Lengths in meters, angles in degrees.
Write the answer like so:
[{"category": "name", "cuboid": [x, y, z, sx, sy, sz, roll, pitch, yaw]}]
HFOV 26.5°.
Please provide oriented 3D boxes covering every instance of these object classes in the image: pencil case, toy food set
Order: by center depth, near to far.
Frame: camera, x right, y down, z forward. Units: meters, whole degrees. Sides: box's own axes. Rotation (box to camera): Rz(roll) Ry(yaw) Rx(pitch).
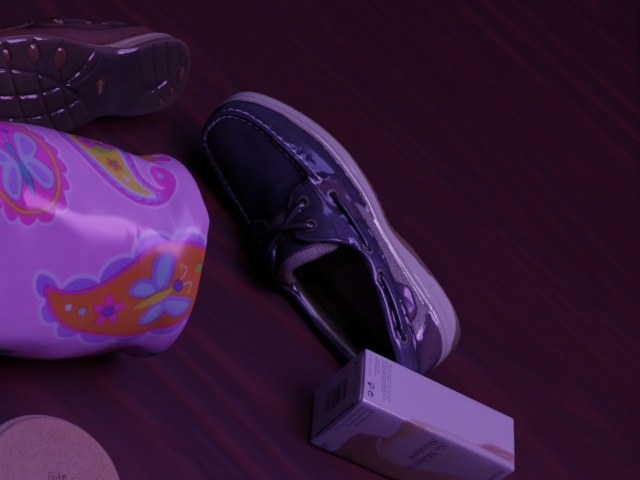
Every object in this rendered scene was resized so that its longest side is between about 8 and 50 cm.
[{"category": "pencil case", "cuboid": [-0.197, -0.002, 0.673, 0.284, 0.124, 0.124, 4, 54, -38]}, {"category": "toy food set", "cuboid": [-0.136, 0.126, 0.686, 0.083, 0.020, 0.083, -4, 59, -44]}]

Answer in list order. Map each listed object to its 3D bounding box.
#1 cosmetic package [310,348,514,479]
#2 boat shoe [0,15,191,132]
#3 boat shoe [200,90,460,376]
[{"category": "cosmetic package", "cuboid": [0.057, 0.117, 0.834, 0.115, 0.060, 0.041, 26, 44, -20]}, {"category": "boat shoe", "cuboid": [-0.163, -0.107, 0.845, 0.060, 0.064, 0.178, 31, 27, 34]}, {"category": "boat shoe", "cuboid": [0.000, 0.001, 0.870, 0.223, 0.080, 0.073, 50, 34, 0]}]
